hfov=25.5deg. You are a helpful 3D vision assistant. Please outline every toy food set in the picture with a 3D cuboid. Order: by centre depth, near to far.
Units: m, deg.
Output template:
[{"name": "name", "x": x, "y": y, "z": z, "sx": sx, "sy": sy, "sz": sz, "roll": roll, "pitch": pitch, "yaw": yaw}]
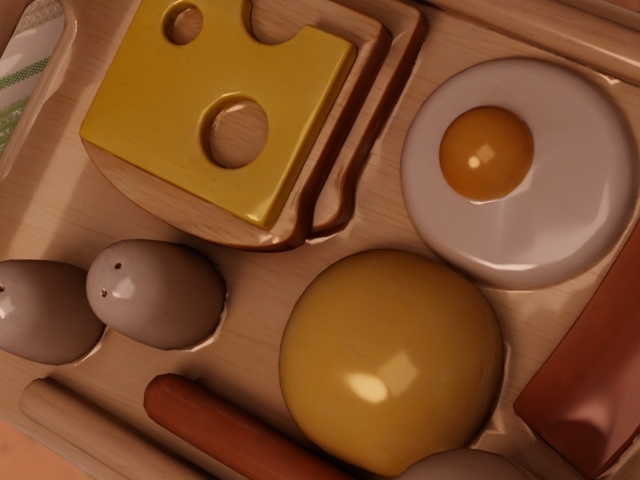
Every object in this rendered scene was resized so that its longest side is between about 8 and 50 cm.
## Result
[{"name": "toy food set", "x": 0.000, "y": 0.000, "z": 0.433, "sx": 0.306, "sy": 0.092, "sz": 0.219, "roll": 26, "pitch": 91, "yaw": 24}]

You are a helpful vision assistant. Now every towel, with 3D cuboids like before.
[{"name": "towel", "x": -0.128, "y": -0.050, "z": 0.545, "sx": 0.113, "sy": 0.023, "sz": 0.152, "roll": -21, "pitch": 83, "yaw": 9}]

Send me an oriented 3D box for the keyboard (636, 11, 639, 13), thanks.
[{"name": "keyboard", "x": 0.171, "y": -0.066, "z": 0.476, "sx": 0.180, "sy": 0.023, "sz": 0.108, "roll": -12, "pitch": 93, "yaw": 11}]
